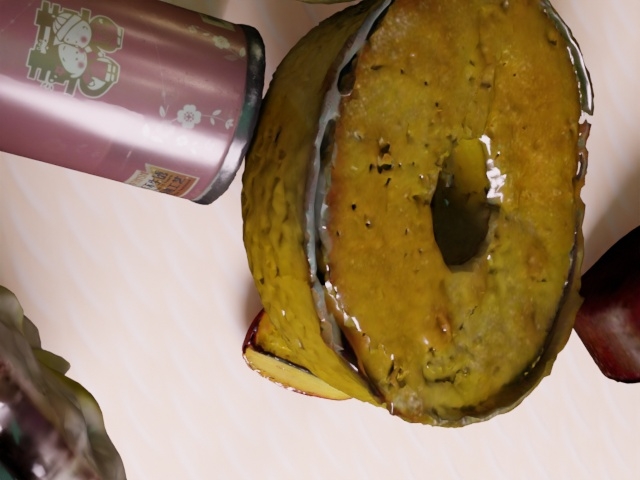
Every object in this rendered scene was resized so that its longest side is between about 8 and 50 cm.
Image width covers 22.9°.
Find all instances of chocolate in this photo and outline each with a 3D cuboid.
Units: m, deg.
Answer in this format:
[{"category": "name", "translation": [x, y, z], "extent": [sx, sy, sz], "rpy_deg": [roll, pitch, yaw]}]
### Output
[{"category": "chocolate", "translation": [0.222, 0.030, 1.062], "extent": [0.080, 0.125, 0.149], "rpy_deg": [57, 41, -11]}]

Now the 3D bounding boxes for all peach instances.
[{"category": "peach", "translation": [-0.008, 0.070, 0.999], "extent": [0.083, 0.050, 0.077], "rpy_deg": [-20, 83, -26]}]

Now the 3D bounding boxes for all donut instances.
[{"category": "donut", "translation": [0.055, -0.025, 0.943], "extent": [0.272, 0.107, 0.272], "rpy_deg": [-3, 94, -43]}]

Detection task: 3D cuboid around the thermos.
[{"category": "thermos", "translation": [-0.197, -0.123, 0.860], "extent": [0.330, 0.109, 0.136], "rpy_deg": [14, 107, -22]}]

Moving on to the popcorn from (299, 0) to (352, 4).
[{"category": "popcorn", "translation": [0.003, -0.273, 0.863], "extent": [0.252, 0.215, 0.286], "rpy_deg": [3, 102, -27]}]

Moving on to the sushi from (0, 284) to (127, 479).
[{"category": "sushi", "translation": [-0.258, 0.134, 0.796], "extent": [0.294, 0.281, 0.299], "rpy_deg": [-41, 96, -10]}]
